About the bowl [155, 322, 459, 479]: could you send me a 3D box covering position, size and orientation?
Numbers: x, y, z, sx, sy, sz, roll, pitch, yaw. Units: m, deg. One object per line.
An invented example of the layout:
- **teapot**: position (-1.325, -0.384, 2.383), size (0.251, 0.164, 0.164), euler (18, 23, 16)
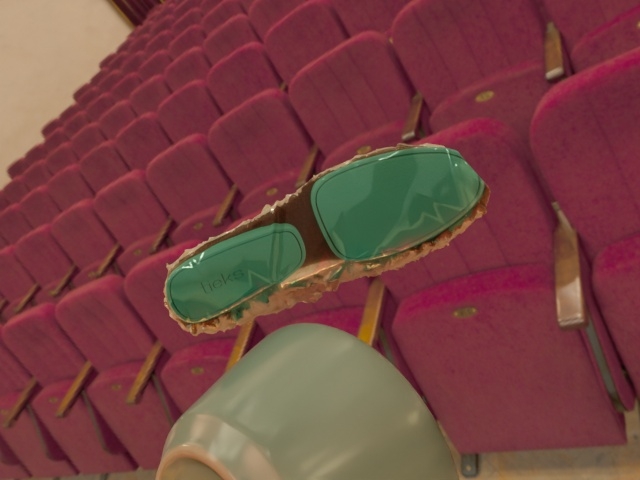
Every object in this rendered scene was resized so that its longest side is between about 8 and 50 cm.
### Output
- **bowl**: position (-0.041, 0.248, 0.527), size (0.311, 0.312, 0.163), euler (-10, 0, 44)

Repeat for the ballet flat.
- **ballet flat**: position (0.000, 0.000, 0.690), size (0.408, 0.147, 0.147), euler (-21, 32, 10)
